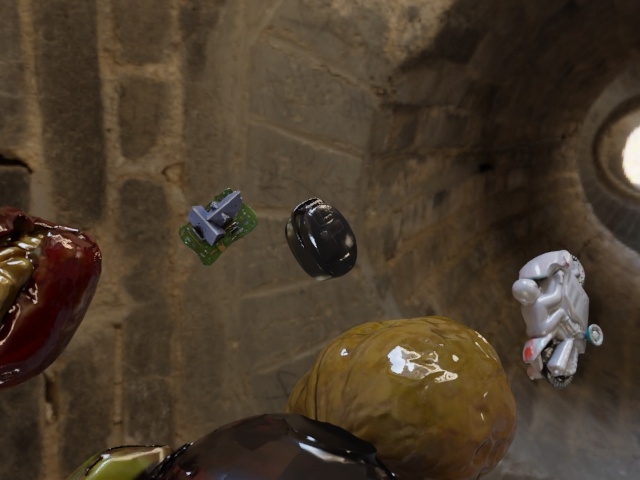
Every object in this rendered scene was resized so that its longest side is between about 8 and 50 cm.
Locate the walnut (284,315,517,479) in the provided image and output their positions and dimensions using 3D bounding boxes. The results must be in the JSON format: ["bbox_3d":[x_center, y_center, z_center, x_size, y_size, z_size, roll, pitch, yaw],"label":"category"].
[{"bbox_3d":[0.124,0.279,1.164,0.354,0.308,0.397,-45,-21,29],"label":"walnut"}]

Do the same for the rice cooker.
[{"bbox_3d":[0.000,0.000,1.431,0.112,0.106,0.165,-32,-90,-37],"label":"rice cooker"}]

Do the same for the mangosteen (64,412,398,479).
[{"bbox_3d":[-0.069,0.353,0.757,0.381,0.421,0.381,-24,-51,-34],"label":"mangosteen"}]

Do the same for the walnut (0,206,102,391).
[{"bbox_3d":[-0.429,0.079,0.932,0.269,0.221,0.244,-52,5,14],"label":"walnut"}]

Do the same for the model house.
[{"bbox_3d":[-0.226,-0.041,1.583,0.167,0.117,0.088,-40,-7,-12],"label":"model house"}]

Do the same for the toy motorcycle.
[{"bbox_3d":[0.398,0.118,1.261,0.171,0.110,0.260,32,-121,-22],"label":"toy motorcycle"}]
